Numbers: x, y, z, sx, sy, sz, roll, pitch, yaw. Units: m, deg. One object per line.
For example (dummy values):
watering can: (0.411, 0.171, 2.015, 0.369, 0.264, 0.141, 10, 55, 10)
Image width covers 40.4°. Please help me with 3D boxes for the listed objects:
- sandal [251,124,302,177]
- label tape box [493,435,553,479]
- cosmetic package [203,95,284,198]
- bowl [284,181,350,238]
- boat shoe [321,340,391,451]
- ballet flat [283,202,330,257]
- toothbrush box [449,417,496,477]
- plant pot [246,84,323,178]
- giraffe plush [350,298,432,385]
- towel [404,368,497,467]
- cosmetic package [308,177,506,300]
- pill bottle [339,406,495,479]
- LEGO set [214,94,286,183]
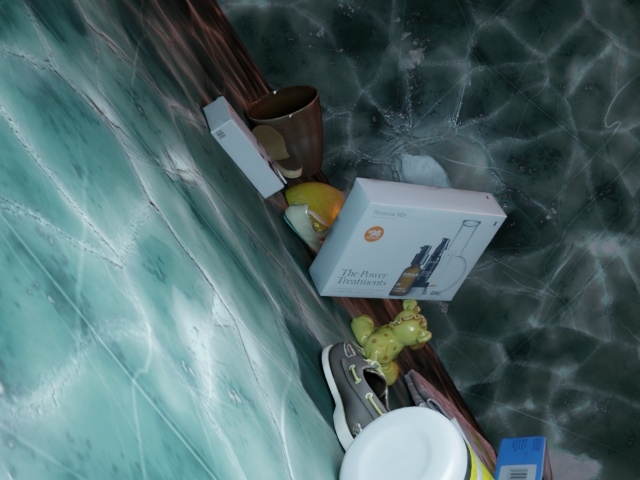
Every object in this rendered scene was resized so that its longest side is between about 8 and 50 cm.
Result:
sandal: (-0.124, -0.218, 2.342, 0.240, 0.088, 0.079, 51, -34, 42)
label tape box: (0.449, 0.622, 1.849, 0.240, 0.106, 0.333, -46, 125, -65)
cosmetic package: (-0.171, -0.209, 1.970, 0.239, 0.060, 0.099, 51, 9, -45)
bowl: (0.042, -0.056, 2.402, 0.289, 0.156, 0.289, 57, 7, -10)
boat shoe: (0.073, 0.262, 1.494, 0.116, 0.097, 0.324, 55, 8, -21)
ballet flat: (0.000, 0.000, 2.174, 0.248, 0.086, 0.086, 54, 8, -34)
toothbrush box: (0.341, 0.552, 2.018, 0.206, 0.122, 0.283, 63, 10, 30)
plant pot: (-0.079, -0.305, 2.560, 0.215, 0.215, 0.230, -110, -179, -59)
giraffe plush: (0.181, 0.227, 2.084, 0.181, 0.170, 0.210, 61, 8, 17)
towel: (0.366, 0.504, 2.342, 0.332, 0.053, 0.317, 47, 3, -4)
cosmetic package: (0.199, 0.007, 1.999, 0.377, 0.284, 0.097, 4, 39, -29)
pill bottle: (0.182, 0.408, 1.265, 0.334, 0.188, 0.188, 53, 9, -33)
LEGO set: (-0.188, -0.247, 2.176, 0.244, 0.060, 0.182, 56, -5, -29)
